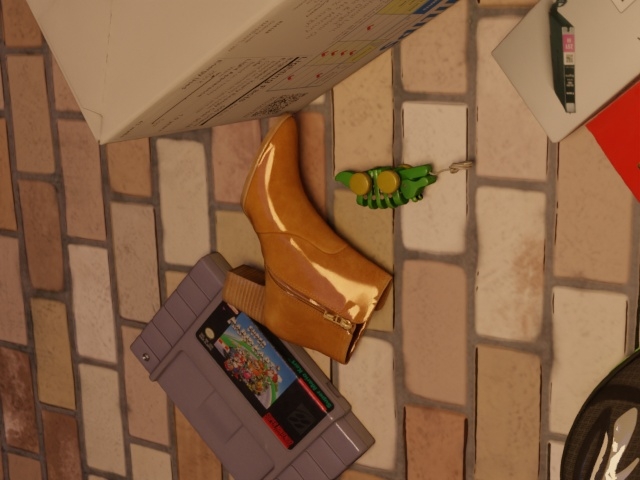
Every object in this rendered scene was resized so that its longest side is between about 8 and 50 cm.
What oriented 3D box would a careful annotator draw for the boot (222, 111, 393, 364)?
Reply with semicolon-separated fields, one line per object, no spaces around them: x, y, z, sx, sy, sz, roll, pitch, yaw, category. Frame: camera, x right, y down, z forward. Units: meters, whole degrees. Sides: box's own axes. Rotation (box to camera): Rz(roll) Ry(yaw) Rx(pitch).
-0.001;0.001;1.325;0.211;0.104;0.295;22;113;16;boot

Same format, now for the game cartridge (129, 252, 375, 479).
-0.106;0.215;1.466;0.355;0.068;0.230;49;127;13;game cartridge

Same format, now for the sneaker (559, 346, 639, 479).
0.413;0.163;1.031;0.185;0.202;0.483;51;123;12;sneaker

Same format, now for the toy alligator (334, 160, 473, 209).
0.101;-0.065;1.257;0.190;0.056;0.051;-2;102;33;toy alligator

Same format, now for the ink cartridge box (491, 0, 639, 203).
0.316;-0.167;1.021;0.239;0.060;0.275;58;153;8;ink cartridge box

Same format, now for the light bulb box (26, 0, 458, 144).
-0.060;-0.296;1.116;0.358;0.361;0.225;-30;84;34;light bulb box
